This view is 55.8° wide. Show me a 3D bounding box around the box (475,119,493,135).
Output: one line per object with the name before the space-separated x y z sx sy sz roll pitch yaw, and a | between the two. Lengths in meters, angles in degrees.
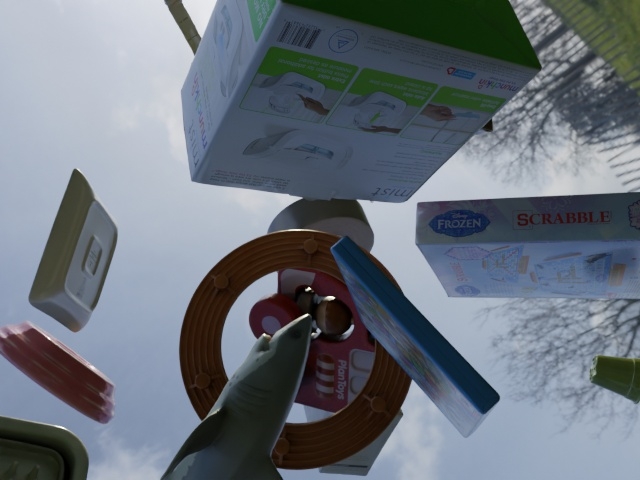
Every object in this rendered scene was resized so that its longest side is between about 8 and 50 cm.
box | 0.168 -0.271 1.010 0.167 0.168 0.203 3 -99 -44

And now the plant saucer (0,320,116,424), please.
plant saucer | -0.592 0.289 1.376 0.332 0.332 0.084 42 -110 -12

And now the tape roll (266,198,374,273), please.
tape roll | 0.000 0.000 1.269 0.219 0.219 0.072 13 -138 -37

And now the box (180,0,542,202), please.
box | 0.026 -0.150 0.584 0.261 0.231 0.127 2 -119 -28

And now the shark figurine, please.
shark figurine | -0.076 0.211 0.525 0.116 0.278 0.166 34 -148 4

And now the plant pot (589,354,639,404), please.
plant pot | 0.519 0.236 1.062 0.079 0.083 0.083 12 -141 17

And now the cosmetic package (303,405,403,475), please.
cosmetic package | 0.070 0.411 1.488 0.138 0.225 0.224 13 -151 -22

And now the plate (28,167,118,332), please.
plate | -0.488 0.034 1.250 0.045 0.277 0.278 11 -111 0

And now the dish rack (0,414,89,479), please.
dish rack | -0.436 0.311 0.636 0.332 0.072 0.286 19 -147 -23

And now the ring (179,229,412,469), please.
ring | -0.032 0.141 0.845 0.336 0.032 0.337 0 -107 0

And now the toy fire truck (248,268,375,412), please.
toy fire truck | 0.012 0.190 1.135 0.253 0.303 0.169 9 -159 17

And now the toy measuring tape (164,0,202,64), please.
toy measuring tape | -0.243 -0.391 1.363 0.121 0.121 0.330 -74 -32 -44

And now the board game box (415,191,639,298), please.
board game box | 0.325 0.021 0.889 0.318 0.317 0.066 45 -133 -64

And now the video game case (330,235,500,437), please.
video game case | 0.060 0.071 0.389 0.119 0.015 0.166 47 173 23
